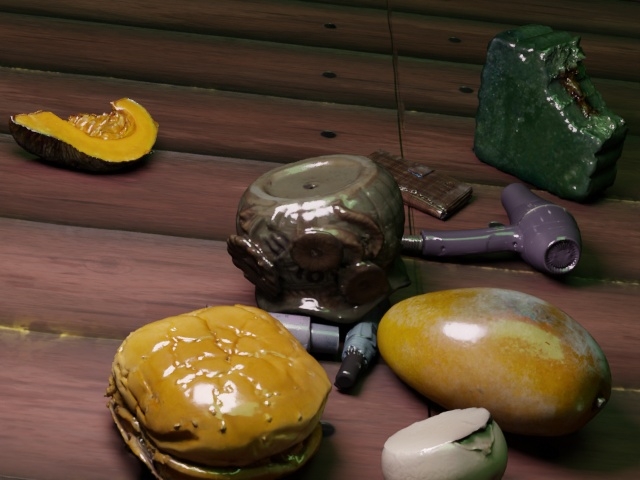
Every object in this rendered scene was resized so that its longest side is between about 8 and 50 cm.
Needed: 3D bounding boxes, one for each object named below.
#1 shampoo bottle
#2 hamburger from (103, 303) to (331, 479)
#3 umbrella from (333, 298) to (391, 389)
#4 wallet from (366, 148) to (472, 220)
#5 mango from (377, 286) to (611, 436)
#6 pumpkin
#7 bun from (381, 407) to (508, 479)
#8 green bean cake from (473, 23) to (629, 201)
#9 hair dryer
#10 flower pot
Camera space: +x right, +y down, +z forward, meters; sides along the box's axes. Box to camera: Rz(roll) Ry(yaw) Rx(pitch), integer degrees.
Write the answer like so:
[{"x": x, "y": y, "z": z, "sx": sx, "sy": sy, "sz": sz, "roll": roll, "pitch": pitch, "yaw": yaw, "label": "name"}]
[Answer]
[{"x": -0.077, "y": 0.147, "z": 1.894, "sx": 0.214, "sy": 0.072, "sz": 0.072, "roll": 6, "pitch": 30, "yaw": -2, "label": "shampoo bottle"}, {"x": -0.139, "y": 0.218, "z": 1.673, "sx": 0.318, "sy": 0.158, "sz": 0.319, "roll": 4, "pitch": 31, "yaw": -2, "label": "hamburger"}, {"x": 0.070, "y": 0.155, "z": 1.924, "sx": 0.052, "sy": 0.053, "sz": 0.250, "roll": 14, "pitch": 29, "yaw": 9, "label": "umbrella"}, {"x": 0.179, "y": -0.114, "z": 2.417, "sx": 0.230, "sy": 0.042, "sz": 0.124, "roll": 24, "pitch": 37, "yaw": 27, "label": "wallet"}, {"x": 0.251, "y": 0.170, "z": 1.808, "sx": 0.384, "sy": 0.199, "sz": 0.221, "roll": 17, "pitch": 37, "yaw": 33, "label": "mango"}, {"x": -0.448, "y": -0.171, "z": 2.337, "sx": 0.278, "sy": 0.111, "sz": 0.163, "roll": -13, "pitch": 52, "yaw": -34, "label": "pumpkin"}, {"x": 0.170, "y": 0.307, "z": 1.621, "sx": 0.172, "sy": 0.120, "sz": 0.173, "roll": -17, "pitch": 5, "yaw": 1, "label": "bun"}, {"x": 0.485, "y": -0.267, "z": 2.490, "sx": 0.307, "sy": 0.300, "sz": 0.169, "roll": 31, "pitch": 38, "yaw": 35, "label": "green bean cake"}, {"x": 0.286, "y": -0.023, "z": 2.245, "sx": 0.361, "sy": 0.121, "sz": 0.301, "roll": -3, "pitch": 23, "yaw": -8, "label": "hair dryer"}, {"x": 0.000, "y": 0.000, "z": 1.964, "sx": 0.301, "sy": 0.213, "sz": 0.302, "roll": -10, "pitch": 24, "yaw": 4, "label": "flower pot"}]
